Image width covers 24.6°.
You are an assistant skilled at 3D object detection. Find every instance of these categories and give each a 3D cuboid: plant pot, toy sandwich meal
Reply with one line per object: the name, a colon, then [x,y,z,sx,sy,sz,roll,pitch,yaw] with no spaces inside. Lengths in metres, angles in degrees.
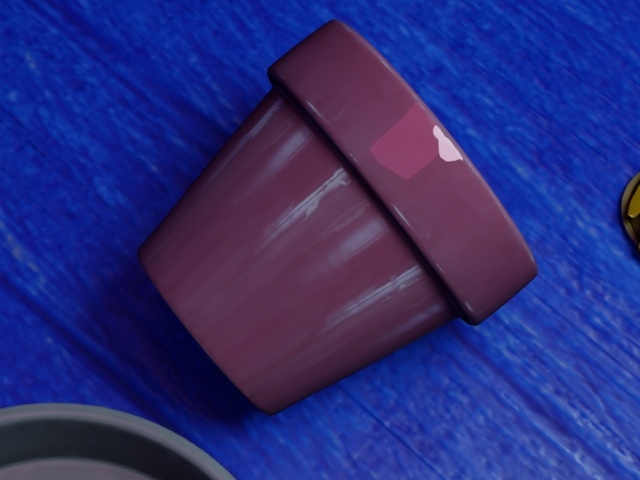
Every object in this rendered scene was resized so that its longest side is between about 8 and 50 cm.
plant pot: [0.000,0.000,0.877,0.180,0.201,0.201,-40,72,-1]
toy sandwich meal: [0.238,-0.019,0.972,0.085,0.029,0.085,1,66,-2]

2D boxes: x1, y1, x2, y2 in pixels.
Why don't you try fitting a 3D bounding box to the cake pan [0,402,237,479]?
cake pan: [-0.156,0.238,0.828,0.293,0.054,0.293,1,66,-2]
